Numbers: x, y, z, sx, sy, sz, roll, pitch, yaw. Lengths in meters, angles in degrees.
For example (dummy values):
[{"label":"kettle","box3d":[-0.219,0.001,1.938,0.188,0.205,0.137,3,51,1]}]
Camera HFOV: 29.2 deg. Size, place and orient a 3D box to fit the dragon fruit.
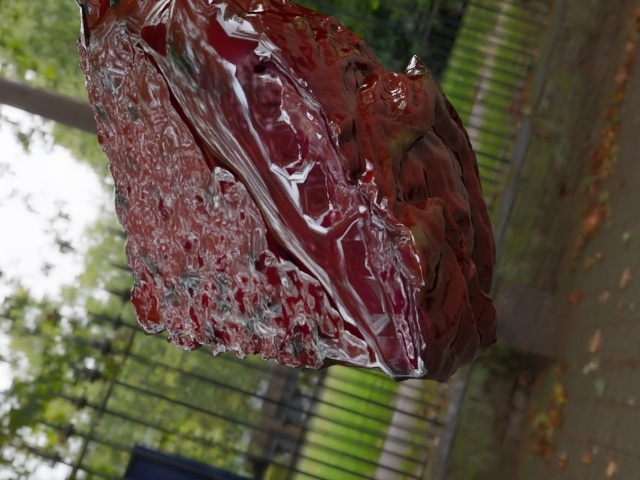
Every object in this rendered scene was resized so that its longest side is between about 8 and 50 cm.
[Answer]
[{"label":"dragon fruit","box3d":[0.000,0.000,0.719,0.240,0.302,0.330,-64,34,13]}]
